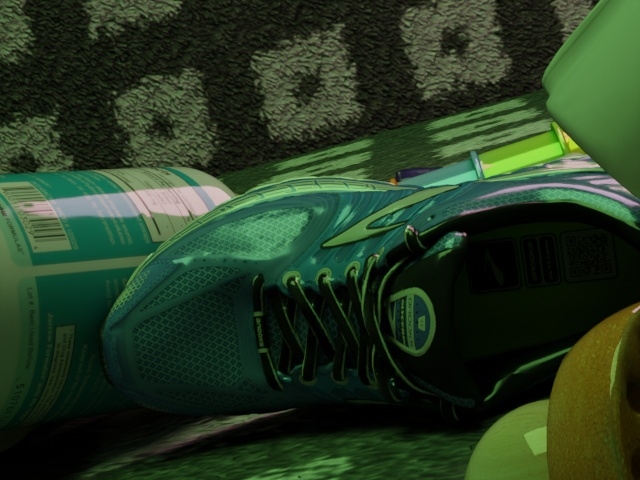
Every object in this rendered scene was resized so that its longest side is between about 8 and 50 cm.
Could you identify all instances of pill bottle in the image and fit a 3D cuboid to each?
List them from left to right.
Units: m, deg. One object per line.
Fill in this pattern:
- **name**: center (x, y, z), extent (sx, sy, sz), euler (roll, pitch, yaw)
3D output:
- **pill bottle**: center (-0.132, 0.031, 1.007), extent (0.264, 0.146, 0.146), euler (-4, -2, -42)

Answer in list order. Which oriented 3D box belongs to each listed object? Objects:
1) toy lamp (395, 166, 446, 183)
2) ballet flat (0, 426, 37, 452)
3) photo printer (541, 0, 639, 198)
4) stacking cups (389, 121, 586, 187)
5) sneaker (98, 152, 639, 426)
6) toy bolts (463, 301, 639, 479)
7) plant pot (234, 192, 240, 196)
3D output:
- **toy lamp**: center (0.000, 0.000, 1.336), extent (0.275, 0.080, 0.080), euler (-13, 7, 7)
- **ballet flat**: center (-0.194, 0.094, 1.080), extent (0.086, 0.086, 0.248), euler (-11, 10, 31)
- **photo printer**: center (0.271, -0.128, 0.761), extent (0.307, 0.107, 0.256), euler (-50, -35, 15)
- **stacking cups**: center (0.093, -0.022, 1.239), extent (0.316, 0.096, 0.096), euler (-15, 7, 4)
- **sneaker**: center (0.036, 0.025, 0.865), extent (0.330, 0.129, 0.147), euler (-13, 5, 14)
- **toy bolts**: center (0.143, 0.012, 0.546), extent (0.158, 0.218, 0.228), euler (-17, -14, 39)
- **plant pot**: center (-0.097, 0.010, 1.505), extent (0.079, 0.083, 0.083), euler (-24, 2, 27)
